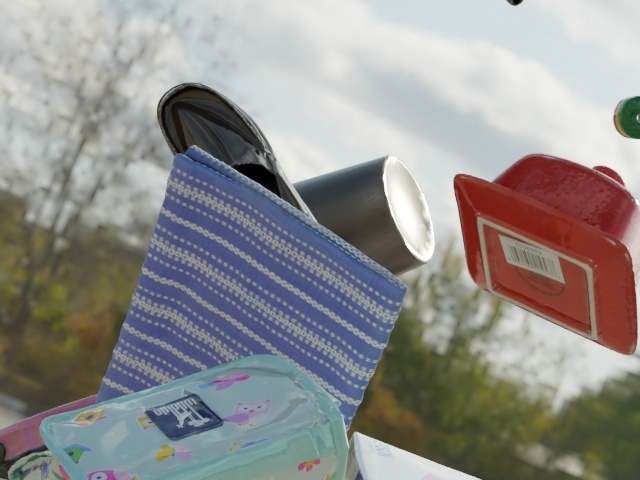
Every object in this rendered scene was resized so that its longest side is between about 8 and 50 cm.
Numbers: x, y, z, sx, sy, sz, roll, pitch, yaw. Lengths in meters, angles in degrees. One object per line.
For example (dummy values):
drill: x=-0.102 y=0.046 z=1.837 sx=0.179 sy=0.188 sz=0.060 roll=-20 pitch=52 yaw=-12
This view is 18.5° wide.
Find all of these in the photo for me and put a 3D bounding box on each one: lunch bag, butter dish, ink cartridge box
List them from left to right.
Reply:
lunch bag: x=-0.111 y=0.193 z=1.558 sx=0.223 sy=0.160 sz=0.262 roll=-15 pitch=-11 yaw=-20
ink cartridge box: x=0.191 y=0.353 z=2.455 sx=0.330 sy=0.071 sz=0.324 roll=20 pitch=5 yaw=-5
butter dish: x=0.200 y=-0.011 z=1.558 sx=0.160 sy=0.118 sz=0.160 roll=26 pitch=-27 yaw=27

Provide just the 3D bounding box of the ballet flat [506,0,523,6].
ballet flat: x=0.262 y=-0.351 z=2.330 sx=0.057 sy=0.173 sz=0.049 roll=0 pitch=48 yaw=-29

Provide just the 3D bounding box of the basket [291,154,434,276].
basket: x=0.000 y=0.000 z=2.205 sx=0.154 sy=0.227 sz=0.204 roll=62 pitch=22 yaw=-19

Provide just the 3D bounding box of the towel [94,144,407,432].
towel: x=-0.075 y=0.102 z=1.781 sx=0.243 sy=0.336 sz=0.040 roll=33 pitch=40 yaw=14

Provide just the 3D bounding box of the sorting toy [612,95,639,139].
sorting toy: x=0.445 y=-0.146 z=2.089 sx=0.274 sy=0.132 sz=0.046 roll=13 pitch=0 yaw=-14

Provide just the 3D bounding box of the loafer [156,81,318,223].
loafer: x=-0.074 y=-0.066 z=1.790 sx=0.220 sy=0.080 sz=0.078 roll=49 pitch=-1 yaw=18

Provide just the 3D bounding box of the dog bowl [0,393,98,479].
dog bowl: x=-0.275 y=0.287 z=2.403 sx=0.408 sy=0.150 sz=0.408 roll=-19 pitch=-10 yaw=-4
